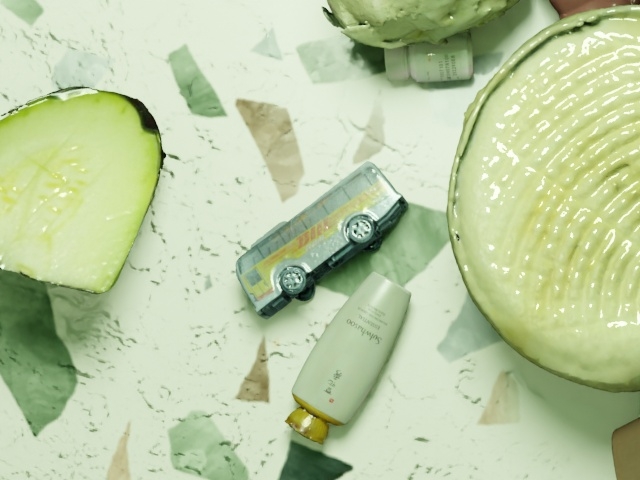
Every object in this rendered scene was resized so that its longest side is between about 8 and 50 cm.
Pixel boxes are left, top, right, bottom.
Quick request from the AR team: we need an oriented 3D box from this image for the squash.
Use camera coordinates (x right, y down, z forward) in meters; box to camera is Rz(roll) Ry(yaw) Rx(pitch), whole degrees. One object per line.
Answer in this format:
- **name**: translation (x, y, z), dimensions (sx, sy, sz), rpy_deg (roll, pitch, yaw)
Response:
- **squash**: translation (-0.281, -0.068, 1.801), dimensions (0.236, 0.204, 0.155), rpy_deg (19, 111, 8)

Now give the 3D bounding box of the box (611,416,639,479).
- **box**: translation (0.397, 0.260, 1.636), dimensions (0.216, 0.301, 0.301), rpy_deg (-14, 84, 13)

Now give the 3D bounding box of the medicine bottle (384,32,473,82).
- **medicine bottle**: translation (0.112, -0.188, 1.814), dimensions (0.089, 0.052, 0.052), rpy_deg (-4, 85, 6)

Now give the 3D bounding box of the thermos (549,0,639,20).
- **thermos**: translation (0.285, -0.334, 1.789), dimensions (0.109, 0.136, 0.330), rpy_deg (-2, 84, 34)

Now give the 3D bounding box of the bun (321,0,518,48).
- **bun**: translation (0.113, -0.264, 1.733), dimensions (0.239, 0.239, 0.141), rpy_deg (-20, 91, 5)

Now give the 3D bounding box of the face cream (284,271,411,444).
- **face cream**: translation (0.028, 0.120, 1.798), dimensions (0.072, 0.051, 0.182), rpy_deg (31, 90, 4)

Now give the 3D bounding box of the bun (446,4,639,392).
- **bun**: translation (0.305, -0.041, 1.704), dimensions (0.364, 0.202, 0.364), rpy_deg (0, 91, 14)

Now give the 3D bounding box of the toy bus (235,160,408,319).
- **toy bus**: translation (0.000, 0.000, 1.807), dimensions (0.190, 0.064, 0.075), rpy_deg (-36, 77, 3)
